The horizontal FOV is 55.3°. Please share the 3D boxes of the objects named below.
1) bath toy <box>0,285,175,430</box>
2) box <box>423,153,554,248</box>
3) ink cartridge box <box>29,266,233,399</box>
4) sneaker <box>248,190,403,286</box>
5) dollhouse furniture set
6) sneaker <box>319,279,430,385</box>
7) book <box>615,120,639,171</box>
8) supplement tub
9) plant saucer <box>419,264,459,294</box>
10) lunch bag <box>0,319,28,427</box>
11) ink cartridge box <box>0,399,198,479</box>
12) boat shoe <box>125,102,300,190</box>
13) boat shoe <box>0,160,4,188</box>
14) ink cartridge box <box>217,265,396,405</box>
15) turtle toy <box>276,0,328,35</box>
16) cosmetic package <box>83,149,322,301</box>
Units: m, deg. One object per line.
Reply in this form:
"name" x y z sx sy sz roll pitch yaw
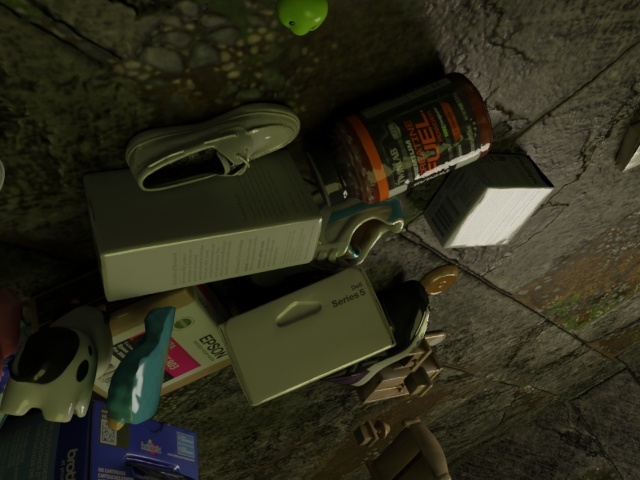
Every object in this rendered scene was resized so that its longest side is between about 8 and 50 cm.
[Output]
"bath toy" -0.332 0.097 0.615 0.348 0.129 0.151 10 171 -8
"box" 0.244 -0.058 0.896 0.137 0.072 0.126 -2 140 -30
"ink cartridge box" -0.231 0.121 0.814 0.193 0.088 0.235 -23 146 -1
"sneaker" 0.000 0.000 0.797 0.228 0.092 0.087 -34 147 15
"dollhouse furniture set" 0.239 0.414 1.281 0.173 0.356 0.303 -3 140 -31
"sneaker" 0.076 0.173 1.079 0.124 0.107 0.283 9 134 -33
"book" 0.556 -0.172 0.988 0.144 0.035 0.096 -24 150 -5
"supplement tub" 0.085 -0.107 0.694 0.197 0.106 0.106 -24 147 -3
"plant saucer" 0.218 0.075 1.113 0.083 0.015 0.083 -18 146 -12
"lunch bag" -0.458 0.177 0.743 0.176 0.090 0.219 8 135 -44
"ink cartridge box" -0.364 0.357 0.908 0.395 0.151 0.270 -18 149 15
"boat shoe" -0.103 -0.092 0.628 0.184 0.063 0.066 -12 144 -20
"boat shoe" -0.384 0.031 0.472 0.320 0.103 0.118 -46 136 -15
"ink cartridge box" -0.012 0.138 0.874 0.198 0.115 0.273 -23 170 -2
"turtle toy" -0.003 -0.234 0.498 0.095 0.066 0.130 -2 140 -31
"cosmetic package" -0.126 -0.021 0.664 0.231 0.117 0.086 -10 142 -20
